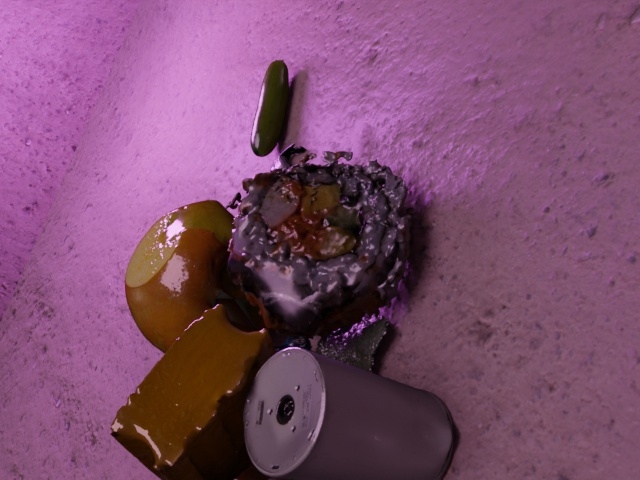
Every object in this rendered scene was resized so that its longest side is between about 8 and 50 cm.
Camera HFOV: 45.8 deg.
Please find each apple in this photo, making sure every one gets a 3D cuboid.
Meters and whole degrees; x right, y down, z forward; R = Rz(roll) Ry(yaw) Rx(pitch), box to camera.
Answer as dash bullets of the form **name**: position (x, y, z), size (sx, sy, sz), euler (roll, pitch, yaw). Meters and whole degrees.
- **apple**: position (-0.261, 0.096, 1.750), size (0.374, 0.374, 0.383), euler (4, 93, 52)

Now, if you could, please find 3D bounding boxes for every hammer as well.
- **hammer**: position (-0.026, -0.098, 1.830), size (0.152, 0.044, 0.427), euler (-56, 39, 14)

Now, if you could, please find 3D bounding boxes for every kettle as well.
- **kettle**: position (0.034, 0.333, 1.296), size (0.265, 0.318, 0.205), euler (-49, 41, 24)

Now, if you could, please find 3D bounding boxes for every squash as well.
- **squash**: position (-0.134, -0.355, 2.059), size (0.082, 0.082, 0.292), euler (-13, 60, 48)

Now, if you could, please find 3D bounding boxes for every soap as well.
- **soap**: position (-0.199, 0.313, 1.383), size (0.156, 0.335, 0.293), euler (26, 66, 21)

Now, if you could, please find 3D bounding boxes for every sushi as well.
- **sushi**: position (0.003, -0.003, 1.558), size (0.418, 0.176, 0.417), euler (-6, 64, 12)

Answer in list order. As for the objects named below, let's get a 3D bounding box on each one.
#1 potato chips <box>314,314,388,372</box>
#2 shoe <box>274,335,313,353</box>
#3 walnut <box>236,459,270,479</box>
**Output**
- **potato chips**: position (0.055, 0.245, 1.536), size (0.167, 0.059, 0.228), euler (22, 90, 44)
- **shoe**: position (-0.067, 0.243, 1.587), size (0.092, 0.207, 0.106), euler (21, 82, 15)
- **walnut**: position (-0.139, 0.413, 1.607), size (0.165, 0.165, 0.197), euler (-22, 48, 44)
